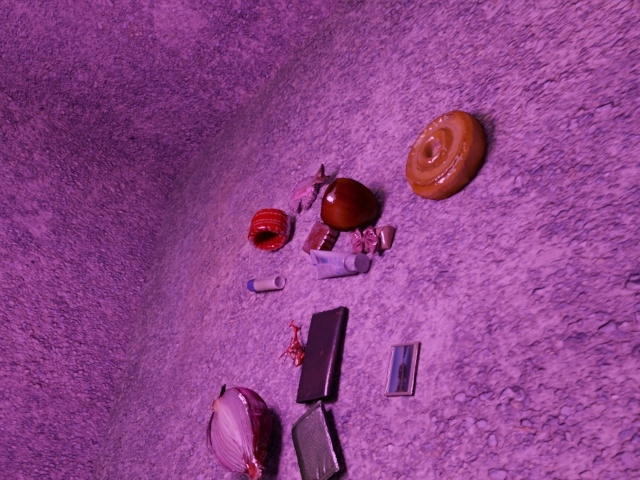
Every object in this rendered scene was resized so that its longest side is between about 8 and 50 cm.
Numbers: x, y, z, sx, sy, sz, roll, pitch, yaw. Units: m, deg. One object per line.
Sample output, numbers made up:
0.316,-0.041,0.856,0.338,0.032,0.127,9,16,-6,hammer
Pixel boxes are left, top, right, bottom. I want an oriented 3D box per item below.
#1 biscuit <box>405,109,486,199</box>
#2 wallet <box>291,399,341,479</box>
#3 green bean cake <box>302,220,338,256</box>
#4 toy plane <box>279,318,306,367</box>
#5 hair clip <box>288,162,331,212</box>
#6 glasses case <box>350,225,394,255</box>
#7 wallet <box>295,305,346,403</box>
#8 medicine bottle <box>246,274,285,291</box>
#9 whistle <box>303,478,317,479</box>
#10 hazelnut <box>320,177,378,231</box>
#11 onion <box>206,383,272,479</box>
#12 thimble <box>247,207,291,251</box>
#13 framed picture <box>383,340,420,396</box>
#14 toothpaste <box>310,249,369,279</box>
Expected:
0.376,-0.269,1.781,0.296,0.102,0.296,-37,40,39,biscuit
-0.012,0.613,1.689,0.160,0.055,0.236,-52,35,24,wallet
0.000,0.000,2.188,0.136,0.056,0.135,26,90,61,green bean cake
-0.091,0.369,2.007,0.126,0.077,0.194,-54,22,6,toy plane
-0.041,-0.228,2.432,0.300,0.069,0.173,-37,35,54,hair clip
0.154,0.004,1.926,0.193,0.070,0.102,-11,58,55,glasses case
0.007,0.373,1.877,0.170,0.044,0.321,-26,41,45,wallet
-0.231,0.181,2.397,0.231,0.059,0.059,-12,56,54,medicine bottle
-0.076,0.715,1.630,0.326,0.068,0.057,-42,25,54,whistle
0.106,-0.122,2.020,0.208,0.208,0.208,-38,37,36,hazelnut
-0.231,0.660,1.909,0.348,0.159,0.267,49,118,40,onion
-0.224,-0.045,2.473,0.189,0.163,0.125,-33,38,40,thimble
0.224,0.354,1.578,0.109,0.011,0.149,-22,48,49,framed picture
0.055,0.082,2.013,0.299,0.073,0.114,-6,98,57,toothpaste
